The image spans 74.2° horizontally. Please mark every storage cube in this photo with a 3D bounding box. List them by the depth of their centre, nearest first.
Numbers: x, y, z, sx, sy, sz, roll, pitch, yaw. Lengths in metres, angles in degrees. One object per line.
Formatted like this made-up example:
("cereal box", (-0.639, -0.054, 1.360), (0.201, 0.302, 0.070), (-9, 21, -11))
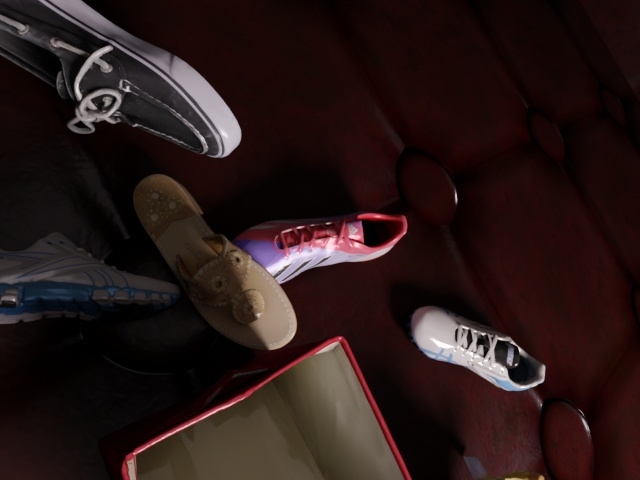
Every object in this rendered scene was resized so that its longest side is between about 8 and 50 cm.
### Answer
("storage cube", (-0.057, 0.216, 0.359), (0.183, 0.193, 0.215), (-21, 84, -36))

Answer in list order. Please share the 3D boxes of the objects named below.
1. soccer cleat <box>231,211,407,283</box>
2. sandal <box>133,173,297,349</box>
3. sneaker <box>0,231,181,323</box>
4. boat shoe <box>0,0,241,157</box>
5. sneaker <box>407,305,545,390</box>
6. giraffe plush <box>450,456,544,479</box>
("soccer cleat", (0.000, 0.000, 0.540), (0.247, 0.095, 0.083), (-7, 75, -34))
("sandal", (-0.123, 0.026, 0.439), (0.088, 0.079, 0.240), (-41, 85, 1))
("sneaker", (-0.230, 0.032, 0.405), (0.190, 0.071, 0.083), (8, 57, -32))
("boat shoe", (-0.236, -0.172, 0.456), (0.306, 0.113, 0.105), (36, 63, -11))
("sneaker", (0.233, 0.156, 0.629), (0.237, 0.086, 0.085), (27, 61, -19))
("giraffe plush", (0.197, 0.382, 0.491), (0.210, 0.181, 0.171), (6, 75, -67))
